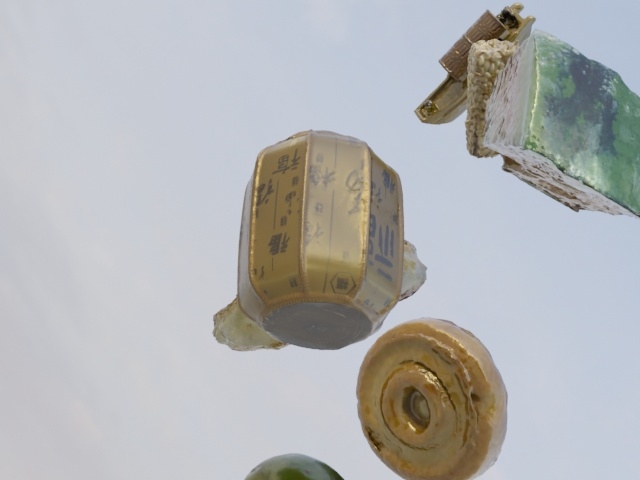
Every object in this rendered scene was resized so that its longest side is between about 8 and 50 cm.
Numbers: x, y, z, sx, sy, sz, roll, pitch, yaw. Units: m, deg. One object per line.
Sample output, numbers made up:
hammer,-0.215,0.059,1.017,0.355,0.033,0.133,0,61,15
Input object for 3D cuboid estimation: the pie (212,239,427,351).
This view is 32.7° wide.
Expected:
pie,-0.007,0.083,1.510,0.315,0.315,0.092,-24,-95,61

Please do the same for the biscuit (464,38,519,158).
biscuit,0.239,-0.197,1.522,0.070,0.082,0.169,-105,-170,-65

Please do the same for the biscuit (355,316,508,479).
biscuit,0.180,0.279,1.863,0.296,0.102,0.297,4,-83,41

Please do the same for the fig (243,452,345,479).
fig,-0.024,0.401,1.562,0.191,0.181,0.181,12,-50,50

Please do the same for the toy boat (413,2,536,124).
toy boat,0.225,-0.265,1.631,0.088,0.226,0.068,34,18,-38

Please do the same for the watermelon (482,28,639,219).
watermelon,0.325,-0.134,1.363,0.264,0.151,0.302,28,2,-16

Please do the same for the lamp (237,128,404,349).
lamp,0.000,0.000,1.036,0.161,0.161,0.185,115,-22,-58
